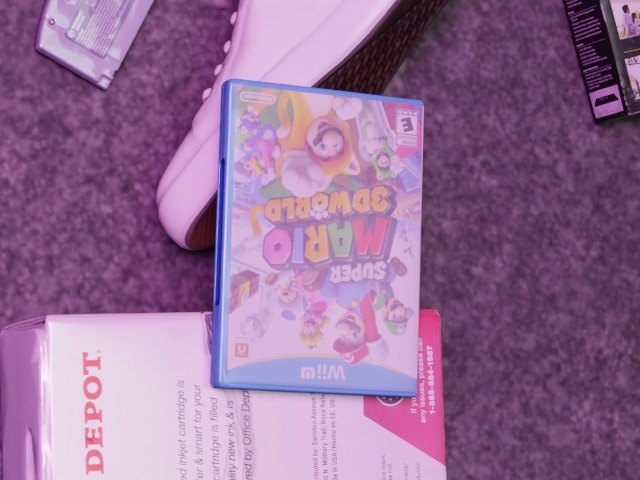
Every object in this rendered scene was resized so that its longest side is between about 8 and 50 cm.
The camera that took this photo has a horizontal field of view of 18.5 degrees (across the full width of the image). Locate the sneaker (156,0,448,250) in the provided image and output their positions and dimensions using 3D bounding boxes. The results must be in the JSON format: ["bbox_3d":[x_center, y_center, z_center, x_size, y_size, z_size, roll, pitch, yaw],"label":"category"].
[{"bbox_3d":[-0.019,-0.127,1.160,0.123,0.106,0.290,35,79,20],"label":"sneaker"}]

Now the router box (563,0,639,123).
[{"bbox_3d":[0.246,-0.160,1.287,0.179,0.046,0.133,-14,91,-24],"label":"router box"}]

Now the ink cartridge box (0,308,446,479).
[{"bbox_3d":[-0.055,0.127,1.102,0.237,0.100,0.172,0,85,-25],"label":"ink cartridge box"}]

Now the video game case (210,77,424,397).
[{"bbox_3d":[0.000,0.000,1.075,0.119,0.015,0.166,5,83,-25],"label":"video game case"}]

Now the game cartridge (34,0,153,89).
[{"bbox_3d":[-0.129,-0.136,1.139,0.056,0.017,0.083,32,74,-21],"label":"game cartridge"}]
